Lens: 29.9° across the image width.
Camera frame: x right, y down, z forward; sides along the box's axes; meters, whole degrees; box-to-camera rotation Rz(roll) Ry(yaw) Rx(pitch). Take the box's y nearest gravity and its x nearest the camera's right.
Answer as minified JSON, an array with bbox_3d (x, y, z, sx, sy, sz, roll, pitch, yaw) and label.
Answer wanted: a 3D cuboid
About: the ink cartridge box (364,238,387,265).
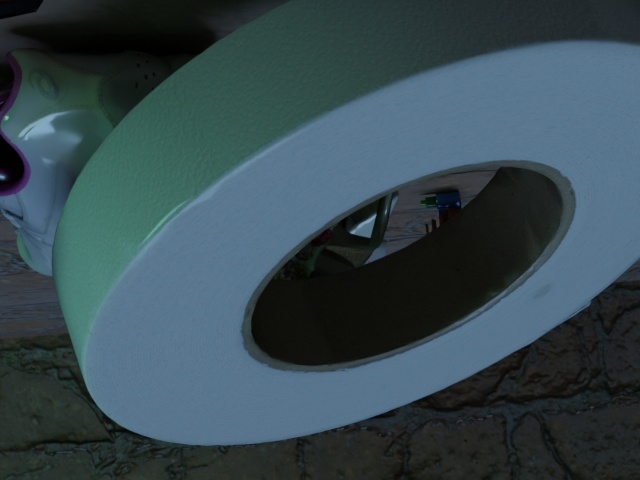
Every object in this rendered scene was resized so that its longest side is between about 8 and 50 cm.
[{"bbox_3d":[-0.074,0.070,1.175,0.171,0.168,0.232,14,-168,39],"label":"ink cartridge box"}]

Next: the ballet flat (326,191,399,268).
[{"bbox_3d":[-0.012,-0.039,0.965,0.124,0.116,0.342,-30,159,22],"label":"ballet flat"}]

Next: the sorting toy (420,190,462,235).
[{"bbox_3d":[0.130,-0.021,1.277,0.042,0.061,0.102,-6,-169,9],"label":"sorting toy"}]

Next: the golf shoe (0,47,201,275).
[{"bbox_3d":[-0.166,-0.050,0.760,0.140,0.115,0.306,10,160,-25],"label":"golf shoe"}]

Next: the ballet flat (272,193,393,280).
[{"bbox_3d":[0.000,0.000,0.830,0.077,0.091,0.241,24,127,-3],"label":"ballet flat"}]

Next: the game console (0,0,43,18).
[{"bbox_3d":[-0.338,-0.068,0.423,0.386,0.060,0.342,-7,-168,18],"label":"game console"}]

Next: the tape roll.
[{"bbox_3d":[0.041,-0.004,0.699,0.392,0.072,0.392,-19,152,-11],"label":"tape roll"}]
